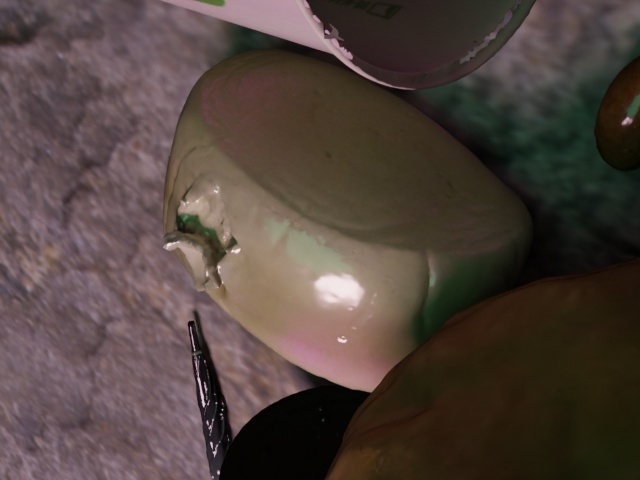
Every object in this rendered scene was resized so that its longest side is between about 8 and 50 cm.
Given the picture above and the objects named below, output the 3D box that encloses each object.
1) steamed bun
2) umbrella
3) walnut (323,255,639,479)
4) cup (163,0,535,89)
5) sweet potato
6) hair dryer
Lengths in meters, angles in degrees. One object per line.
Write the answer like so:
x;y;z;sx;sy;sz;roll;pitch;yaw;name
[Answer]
0.000;0.000;0.801;0.238;0.152;0.170;36;133;17;steamed bun
-0.081;0.189;1.059;0.044;0.044;0.269;-6;117;6;umbrella
0.175;0.180;0.661;0.383;0.383;0.384;19;126;28;walnut
-0.034;-0.221;0.647;0.274;0.253;0.253;17;126;39;cup
0.206;-0.095;0.653;0.202;0.055;0.058;-48;47;46;sweet potato
0.108;0.261;0.947;0.284;0.156;0.320;-8;126;19;hair dryer
